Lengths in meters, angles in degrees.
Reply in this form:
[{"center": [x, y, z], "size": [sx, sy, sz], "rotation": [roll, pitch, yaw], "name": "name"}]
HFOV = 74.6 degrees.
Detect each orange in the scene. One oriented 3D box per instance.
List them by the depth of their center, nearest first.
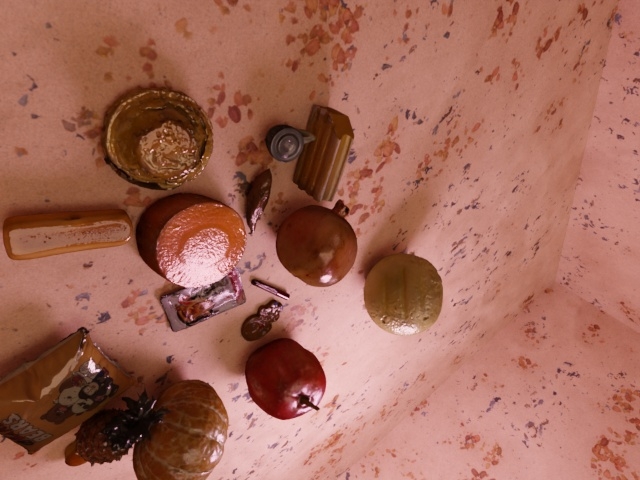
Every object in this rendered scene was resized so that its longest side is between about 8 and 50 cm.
[{"center": [-0.422, 0.597, 1.293], "size": [0.249, 0.329, 0.329], "rotation": [32, 98, -26], "name": "orange"}]

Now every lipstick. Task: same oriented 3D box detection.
[{"center": [-0.165, 0.163, 1.403], "size": [0.027, 0.027, 0.176], "rotation": [-51, 138, 4], "name": "lipstick"}]

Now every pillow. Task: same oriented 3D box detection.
[{"center": [-0.672, 0.391, 1.071], "size": [0.312, 0.119, 0.310], "rotation": [-33, 145, -22], "name": "pillow"}]

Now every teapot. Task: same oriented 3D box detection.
[{"center": [-0.089, -0.257, 1.096], "size": [0.124, 0.091, 0.092], "rotation": [9, 115, -38], "name": "teapot"}]

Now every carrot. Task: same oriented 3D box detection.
[{"center": [-0.325, 0.004, 1.106], "size": [0.258, 0.100, 0.307], "rotation": [-51, 146, 1], "name": "carrot"}]

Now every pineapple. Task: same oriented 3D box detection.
[{"center": [-0.534, 0.509, 1.158], "size": [0.364, 0.166, 0.165], "rotation": [-34, 147, 31], "name": "pineapple"}]

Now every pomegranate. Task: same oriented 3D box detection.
[{"center": [0.000, 0.000, 1.266], "size": [0.270, 0.229, 0.252], "rotation": [-56, 139, 1], "name": "pomegranate"}]

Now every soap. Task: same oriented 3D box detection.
[{"center": [0.009, -0.238, 1.155], "size": [0.073, 0.140, 0.232], "rotation": [-5, 124, -42], "name": "soap"}]

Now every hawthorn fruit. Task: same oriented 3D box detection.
[{"center": [-0.106, 0.508, 1.493], "size": [0.287, 0.330, 0.287], "rotation": [-16, 118, -34], "name": "hawthorn fruit"}]

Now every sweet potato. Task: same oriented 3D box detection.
[{"center": [-0.175, -0.105, 1.160], "size": [0.059, 0.068, 0.206], "rotation": [10, 122, -17], "name": "sweet potato"}]

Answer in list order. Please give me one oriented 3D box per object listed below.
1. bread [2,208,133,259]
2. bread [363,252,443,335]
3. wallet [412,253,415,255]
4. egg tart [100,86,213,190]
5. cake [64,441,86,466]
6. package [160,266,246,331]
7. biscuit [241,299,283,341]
[{"center": [-0.539, -0.018, 0.908], "size": [0.239, 0.074, 0.093], "rotation": [-9, 110, -37], "name": "bread"}, {"center": [0.323, 0.210, 1.646], "size": [0.321, 0.320, 0.237], "rotation": [-58, 157, 11], "name": "bread"}, {"center": [0.392, 0.096, 1.834], "size": [0.044, 0.011, 0.083], "rotation": [-22, 133, -26], "name": "wallet"}, {"center": [-0.343, -0.208, 0.911], "size": [0.241, 0.106, 0.241], "rotation": [-19, 130, -23], "name": "egg tart"}, {"center": [-0.732, 0.647, 1.279], "size": [0.084, 0.044, 0.084], "rotation": [-23, 135, -25], "name": "cake"}, {"center": [-0.344, 0.174, 1.254], "size": [0.239, 0.030, 0.154], "rotation": [-24, 132, -24], "name": "package"}, {"center": [-0.202, 0.282, 1.461], "size": [0.175, 0.026, 0.124], "rotation": [-49, 139, 1], "name": "biscuit"}]
